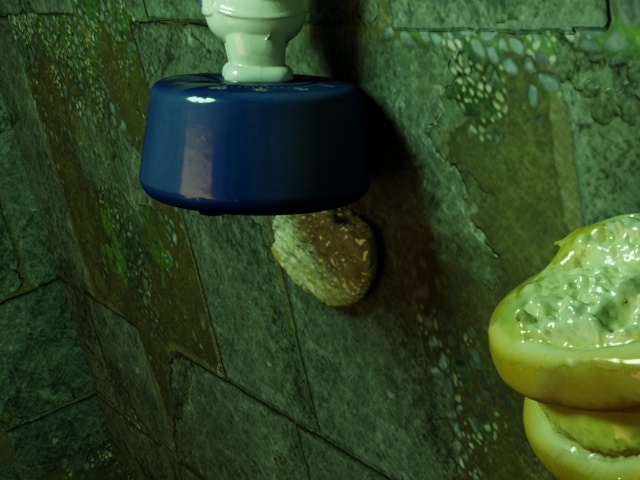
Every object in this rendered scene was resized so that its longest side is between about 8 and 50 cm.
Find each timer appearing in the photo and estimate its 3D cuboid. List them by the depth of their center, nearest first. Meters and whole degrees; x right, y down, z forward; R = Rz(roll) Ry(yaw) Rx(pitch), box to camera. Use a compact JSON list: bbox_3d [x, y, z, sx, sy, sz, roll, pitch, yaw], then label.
[{"bbox_3d":[-0.071,-0.236,1.278,0.270,0.270,0.383,23,116,54],"label":"timer"}]

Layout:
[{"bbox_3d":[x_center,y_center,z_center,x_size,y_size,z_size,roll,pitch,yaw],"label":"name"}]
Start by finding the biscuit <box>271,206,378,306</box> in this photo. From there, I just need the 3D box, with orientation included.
[{"bbox_3d":[0.000,0.000,1.512,0.265,0.040,0.188,2,112,60],"label":"biscuit"}]

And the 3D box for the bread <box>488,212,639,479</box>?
[{"bbox_3d":[0.277,0.125,0.913,0.316,0.211,0.270,13,122,62],"label":"bread"}]
